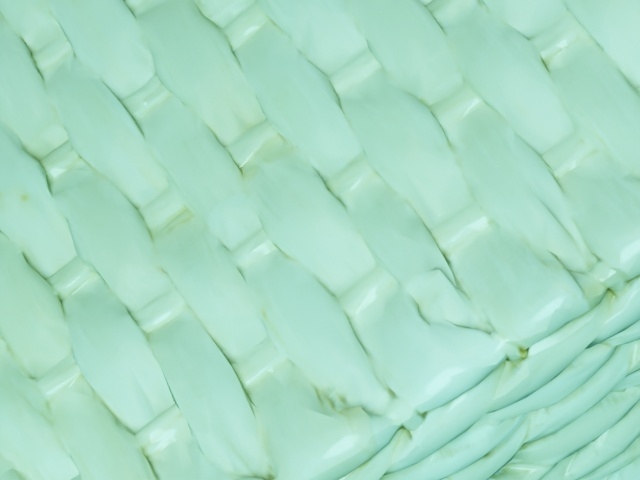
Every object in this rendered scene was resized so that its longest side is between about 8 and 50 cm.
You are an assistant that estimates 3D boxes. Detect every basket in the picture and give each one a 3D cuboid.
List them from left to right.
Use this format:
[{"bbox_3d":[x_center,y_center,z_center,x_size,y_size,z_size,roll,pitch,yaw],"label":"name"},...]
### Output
[{"bbox_3d":[0.000,0.000,0.647,0.328,0.266,0.331,-34,56,6],"label":"basket"}]
